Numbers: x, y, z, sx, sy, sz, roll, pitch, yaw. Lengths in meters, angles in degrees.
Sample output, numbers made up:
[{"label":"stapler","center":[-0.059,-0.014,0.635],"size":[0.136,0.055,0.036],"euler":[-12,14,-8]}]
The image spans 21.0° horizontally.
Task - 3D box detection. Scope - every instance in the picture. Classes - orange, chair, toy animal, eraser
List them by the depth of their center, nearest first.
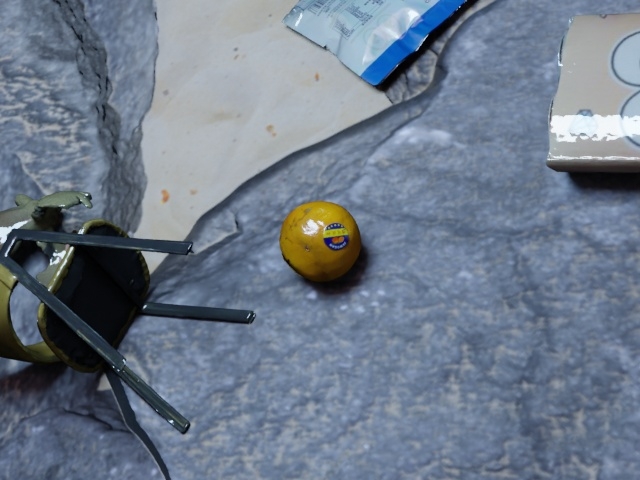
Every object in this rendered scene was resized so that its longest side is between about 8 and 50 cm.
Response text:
[{"label":"eraser","center":[0.370,-0.137,1.635],"size":[0.290,0.087,0.171],"euler":[1,65,23]},{"label":"orange","center":[-0.001,0.000,1.711],"size":[0.083,0.083,0.083],"euler":[-11,56,17]},{"label":"chair","center":[-0.228,0.070,1.715],"size":[0.247,0.159,0.172],"euler":[21,72,31]},{"label":"toy animal","center":[-0.344,0.000,1.860],"size":[0.214,0.094,0.186],"euler":[-45,49,1]}]

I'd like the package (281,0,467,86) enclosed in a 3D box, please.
[{"label":"package","center":[0.067,-0.260,1.881],"size":[0.171,0.027,0.173],"euler":[-42,54,-10]}]
